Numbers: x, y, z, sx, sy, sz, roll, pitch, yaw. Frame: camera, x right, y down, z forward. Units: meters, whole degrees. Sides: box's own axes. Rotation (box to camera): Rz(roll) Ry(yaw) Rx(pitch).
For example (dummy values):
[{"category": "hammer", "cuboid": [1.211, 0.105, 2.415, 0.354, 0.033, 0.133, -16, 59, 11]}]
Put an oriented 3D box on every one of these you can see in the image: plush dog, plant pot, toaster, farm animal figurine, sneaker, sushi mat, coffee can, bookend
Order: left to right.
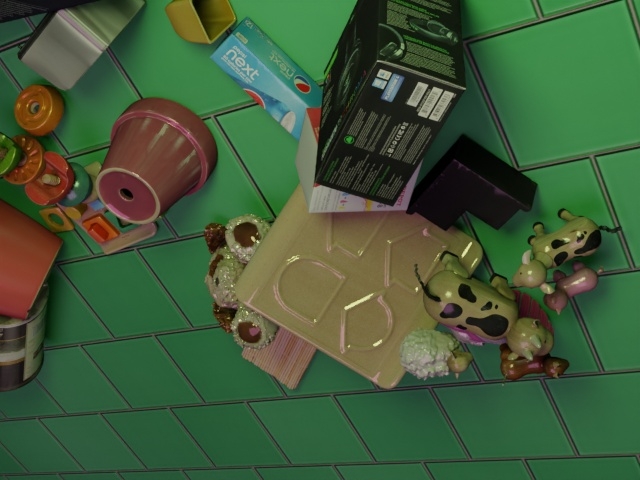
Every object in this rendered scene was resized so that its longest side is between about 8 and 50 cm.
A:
[{"category": "plant pot", "cuboid": [-0.709, 0.037, 1.972, 0.243, 0.275, 0.275, 26, 136, -13]}, {"category": "coffee can", "cuboid": [-0.756, 0.201, 2.168, 0.201, 0.201, 0.275, 24, 135, 2]}, {"category": "toaster", "cuboid": [-0.393, -0.364, 1.517, 0.110, 0.168, 0.185, 40, 135, -18]}, {"category": "plant pot", "cuboid": [-0.315, -0.134, 1.680, 0.201, 0.180, 0.201, 12, 134, 13]}, {"category": "plant pot", "cuboid": [-0.204, -0.372, 1.487, 0.083, 0.081, 0.081, 3, 132, 36]}, {"category": "plush dog", "cuboid": [-0.138, 0.071, 1.814, 0.225, 0.210, 0.262, 2, 98, 40]}, {"category": "sushi mat", "cuboid": [-0.073, 0.201, 1.980, 0.151, 0.019, 0.316, 31, 136, 7]}, {"category": "bookend", "cuboid": [0.257, -0.073, 1.555, 0.157, 0.072, 0.156, 32, 136, -6]}, {"category": "sneaker", "cuboid": [0.314, 0.147, 1.718, 0.252, 0.103, 0.111, 25, 138, 12]}, {"category": "farm animal figurine", "cuboid": [0.315, 0.107, 1.515, 0.326, 0.172, 0.330, 7, 111, -4]}]

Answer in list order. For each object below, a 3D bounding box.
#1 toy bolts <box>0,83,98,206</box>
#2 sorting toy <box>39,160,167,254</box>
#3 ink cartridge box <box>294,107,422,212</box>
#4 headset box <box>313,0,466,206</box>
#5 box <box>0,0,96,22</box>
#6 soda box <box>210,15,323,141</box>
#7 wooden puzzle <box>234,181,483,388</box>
[{"category": "toy bolts", "cuboid": [-0.518, -0.169, 1.787, 0.228, 0.158, 0.218, 41, 98, 20]}, {"category": "sorting toy", "cuboid": [-0.465, -0.056, 1.911, 0.347, 0.047, 0.196, -19, 120, 36]}, {"category": "ink cartridge box", "cuboid": [0.062, -0.133, 1.503, 0.176, 0.127, 0.128, -3, 138, -15]}, {"category": "headset box", "cuboid": [0.098, -0.242, 1.335, 0.131, 0.283, 0.246, 16, 138, -12]}, {"category": "box", "cuboid": [-0.521, -0.488, 1.340, 0.395, 0.212, 0.294, -3, 91, 27]}, {"category": "soda box", "cuboid": [-0.078, -0.269, 1.530, 0.210, 0.067, 0.071, 43, 133, -15]}, {"category": "wooden puzzle", "cuboid": [0.067, 0.051, 1.657, 0.348, 0.080, 0.322, 32, 96, -5]}]
